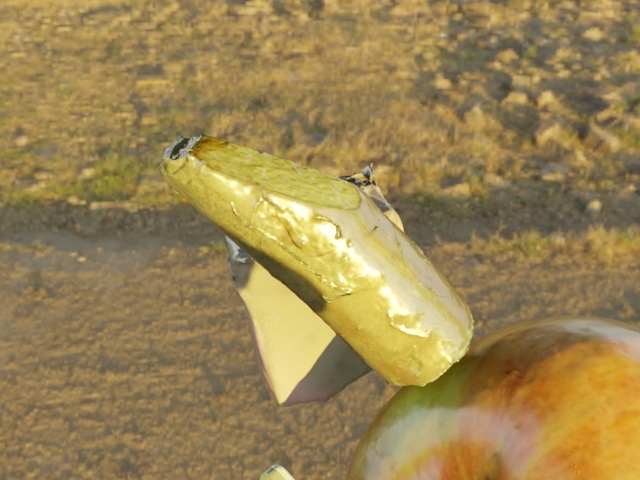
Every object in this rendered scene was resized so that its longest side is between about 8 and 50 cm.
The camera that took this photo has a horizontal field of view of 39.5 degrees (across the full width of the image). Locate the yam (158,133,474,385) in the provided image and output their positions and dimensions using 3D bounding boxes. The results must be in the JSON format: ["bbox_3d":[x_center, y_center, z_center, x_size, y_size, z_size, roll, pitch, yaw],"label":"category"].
[{"bbox_3d":[0.000,0.000,0.682,0.106,0.259,0.106,-41,16,15],"label":"yam"}]

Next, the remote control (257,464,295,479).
[{"bbox_3d":[0.009,0.515,1.438,0.066,0.128,0.335,-29,60,-35],"label":"remote control"}]

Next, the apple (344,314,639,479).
[{"bbox_3d":[0.209,0.262,0.725,0.334,0.400,0.400,18,8,-42],"label":"apple"}]

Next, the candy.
[{"bbox_3d":[0.008,0.043,0.887,0.185,0.195,0.137,-17,22,-8],"label":"candy"}]
